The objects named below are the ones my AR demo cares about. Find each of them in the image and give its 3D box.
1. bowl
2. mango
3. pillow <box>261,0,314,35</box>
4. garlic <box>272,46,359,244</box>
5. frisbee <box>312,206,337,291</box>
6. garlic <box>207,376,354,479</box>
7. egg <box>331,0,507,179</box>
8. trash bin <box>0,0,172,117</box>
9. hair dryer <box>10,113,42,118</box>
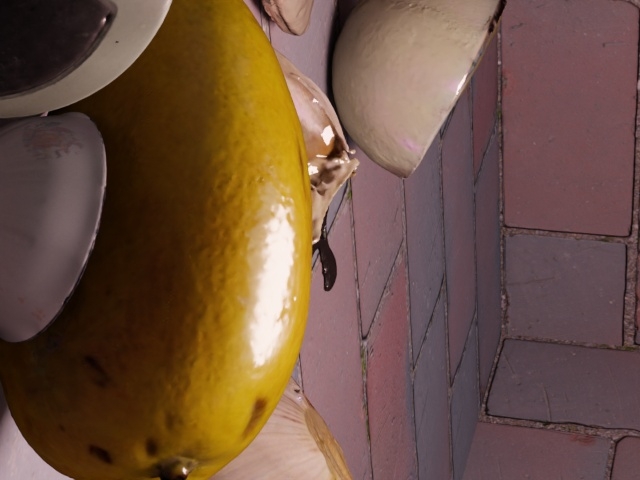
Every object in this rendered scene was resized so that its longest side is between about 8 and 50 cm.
[{"bbox_3d":[-0.249,-0.020,1.314,0.086,0.189,0.189,18,73,-32],"label":"bowl"},{"bbox_3d":[-0.136,-0.012,1.421,0.220,0.301,0.445,12,81,-43],"label":"mango"},{"bbox_3d":[-0.029,-0.392,2.145,0.173,0.067,0.270,59,37,-69],"label":"pillow"},{"bbox_3d":[-0.097,-0.080,1.672,0.237,0.292,0.210,-59,-160,7],"label":"garlic"},{"bbox_3d":[0.000,0.000,2.506,0.187,0.012,0.211,-56,150,-61],"label":"frisbee"},{"bbox_3d":[-0.069,0.276,1.881,0.322,0.241,0.322,57,-20,35],"label":"garlic"},{"bbox_3d":[0.118,-0.260,2.494,0.337,0.201,0.337,-64,180,1],"label":"egg"},{"bbox_3d":[-0.189,-0.274,1.155,0.432,0.280,0.280,-68,158,-57],"label":"trash bin"},{"bbox_3d":[-0.240,-0.188,1.431,0.236,0.073,0.131,-70,163,-72],"label":"hair dryer"}]
